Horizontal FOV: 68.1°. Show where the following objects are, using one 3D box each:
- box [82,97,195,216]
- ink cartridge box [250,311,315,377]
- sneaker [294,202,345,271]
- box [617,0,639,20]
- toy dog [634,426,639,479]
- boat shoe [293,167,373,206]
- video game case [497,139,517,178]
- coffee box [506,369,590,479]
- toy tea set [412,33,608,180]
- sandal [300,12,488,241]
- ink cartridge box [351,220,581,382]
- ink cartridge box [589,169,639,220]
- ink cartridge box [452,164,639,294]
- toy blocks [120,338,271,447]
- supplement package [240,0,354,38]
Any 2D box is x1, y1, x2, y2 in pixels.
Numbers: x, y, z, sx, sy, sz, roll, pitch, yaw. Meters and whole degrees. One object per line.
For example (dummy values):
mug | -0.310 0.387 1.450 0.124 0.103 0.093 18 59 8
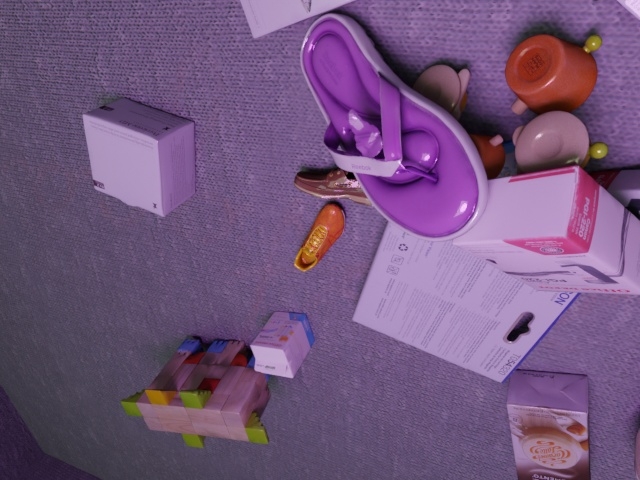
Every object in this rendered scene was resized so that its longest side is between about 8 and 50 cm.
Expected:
box | -0.370 -0.174 0.987 0.181 0.119 0.181 21 129 13
ink cartridge box | -0.091 0.249 1.119 0.092 0.143 0.089 0 122 27
sneaker | 0.000 0.000 0.952 0.064 0.067 0.175 31 129 7
box | 0.399 -0.314 0.528 0.137 0.072 0.126 39 131 -3
toy dog | 0.738 0.374 0.696 0.409 0.284 0.395 14 127 16
boat shoe | 0.039 -0.109 0.863 0.178 0.064 0.060 11 121 13
video game case | 0.293 -0.079 0.781 0.119 0.015 0.166 -7 118 31
coffee box | 0.467 0.389 0.959 0.141 0.098 0.246 -3 120 29
toy tea set | 0.240 -0.164 0.691 0.336 0.124 0.199 1 89 47
sandal | 0.060 -0.160 0.662 0.416 0.102 0.169 58 134 28
ink cartridge box | 0.252 0.095 0.879 0.331 0.071 0.323 21 132 7
ink cartridge box | 0.464 -0.029 0.653 0.175 0.072 0.127 5 122 48
ink cartridge box | 0.305 -0.002 0.617 0.218 0.092 0.159 22 165 -32
toy blocks | -0.273 0.370 1.237 0.382 0.261 0.190 -2 119 20
supplement package | -0.021 -0.376 0.678 0.180 0.105 0.105 -6 117 30
